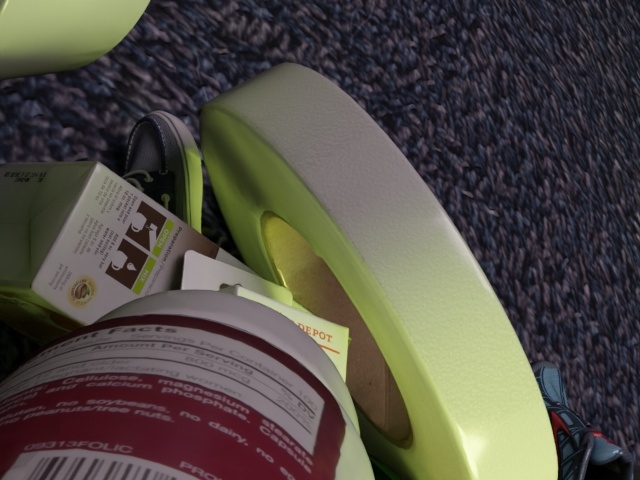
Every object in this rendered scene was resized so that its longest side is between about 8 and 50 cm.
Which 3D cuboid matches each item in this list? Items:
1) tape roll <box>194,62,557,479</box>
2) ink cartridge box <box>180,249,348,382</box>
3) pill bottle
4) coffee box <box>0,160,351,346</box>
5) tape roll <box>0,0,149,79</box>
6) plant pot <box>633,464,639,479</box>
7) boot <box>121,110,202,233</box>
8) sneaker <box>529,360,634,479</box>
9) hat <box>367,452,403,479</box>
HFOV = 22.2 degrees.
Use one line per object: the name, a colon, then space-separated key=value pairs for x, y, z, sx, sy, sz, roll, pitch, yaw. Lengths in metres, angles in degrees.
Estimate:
tape roll: x=0.036 y=0.050 z=1.226 sx=0.392 sy=0.072 sz=0.392 roll=55 pitch=-13 yaw=20
ink cartridge box: x=-0.040 y=0.097 z=1.040 sx=0.104 sy=0.060 sz=0.180 roll=23 pitch=62 yaw=-40
pill bottle: x=-0.088 y=0.163 z=0.757 sx=0.224 sy=0.224 sz=0.392 roll=54 pitch=12 yaw=-8
coffee box: x=-0.120 y=0.049 z=1.132 sx=0.246 sy=0.141 sz=0.098 roll=36 pitch=70 yaw=-33
tape roll: x=-0.247 y=-0.228 z=1.116 sx=0.246 sy=0.246 sz=0.169 roll=62 pitch=29 yaw=5
plant pot: x=0.402 y=0.339 z=1.591 sx=0.243 sy=0.275 sz=0.275 roll=24 pitch=43 yaw=-29
boot: x=-0.141 y=-0.028 z=1.269 sx=0.086 sy=0.069 sz=0.190 roll=19 pitch=49 yaw=-42
sneaker: x=0.251 y=0.220 z=1.580 sx=0.104 sy=0.125 sz=0.261 roll=35 pitch=37 yaw=-37
hat: x=0.013 y=0.287 z=1.259 sx=0.173 sy=0.183 sz=0.208 roll=61 pitch=-15 yaw=-17
